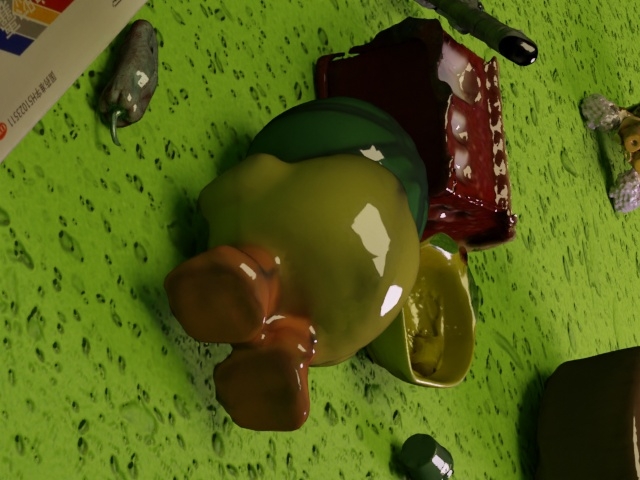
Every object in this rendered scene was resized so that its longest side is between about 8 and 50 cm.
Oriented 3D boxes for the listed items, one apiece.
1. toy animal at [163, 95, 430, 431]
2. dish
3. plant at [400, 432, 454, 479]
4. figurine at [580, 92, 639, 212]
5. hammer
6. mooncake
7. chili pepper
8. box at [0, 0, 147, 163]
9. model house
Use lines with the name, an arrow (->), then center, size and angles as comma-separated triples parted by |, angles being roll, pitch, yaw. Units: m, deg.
toy animal -> 0.003, -0.001, 1.753 | 0.216, 0.191, 0.338 | 61, 31, -23
dish -> 0.094, 0.079, 1.995 | 0.149, 0.080, 0.208 | 61, 33, -25
plant -> 0.118, 0.240, 1.997 | 0.102, 0.051, 0.051 | 58, 32, -49
figurine -> 0.453, -0.139, 2.689 | 0.240, 0.116, 0.175 | -31, 104, -60
hammer -> 0.159, -0.238, 2.040 | 0.152, 0.044, 0.427 | 29, 8, -20
mooncake -> 0.362, 0.273, 2.301 | 0.284, 0.155, 0.284 | 35, 49, -53
chili pepper -> -0.162, -0.146, 1.687 | 0.050, 0.041, 0.153 | 108, -1, -46
box -> -0.259, -0.216, 1.526 | 0.214, 0.069, 0.353 | 63, 33, -22
model house -> 0.123, -0.099, 2.051 | 0.254, 0.160, 0.196 | 25, 56, -57
